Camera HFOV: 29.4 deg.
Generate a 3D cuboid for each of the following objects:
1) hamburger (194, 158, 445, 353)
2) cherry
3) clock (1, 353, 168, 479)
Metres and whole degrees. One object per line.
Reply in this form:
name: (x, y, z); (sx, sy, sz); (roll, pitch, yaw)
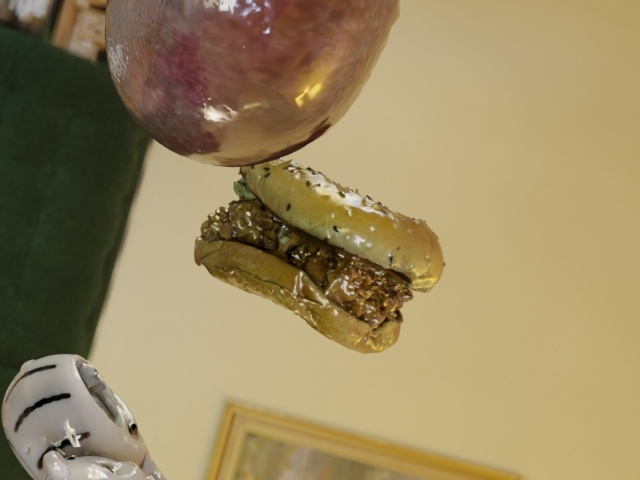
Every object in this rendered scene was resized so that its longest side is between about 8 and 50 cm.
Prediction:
hamburger: (0.000, 0.000, 0.921); (0.185, 0.177, 0.113); (-122, -128, -70)
cherry: (-0.030, -0.119, 0.597); (0.176, 0.140, 0.176); (-52, -155, 36)
clock: (-0.170, 0.152, 0.854); (0.080, 0.176, 0.117); (-33, 157, -1)
